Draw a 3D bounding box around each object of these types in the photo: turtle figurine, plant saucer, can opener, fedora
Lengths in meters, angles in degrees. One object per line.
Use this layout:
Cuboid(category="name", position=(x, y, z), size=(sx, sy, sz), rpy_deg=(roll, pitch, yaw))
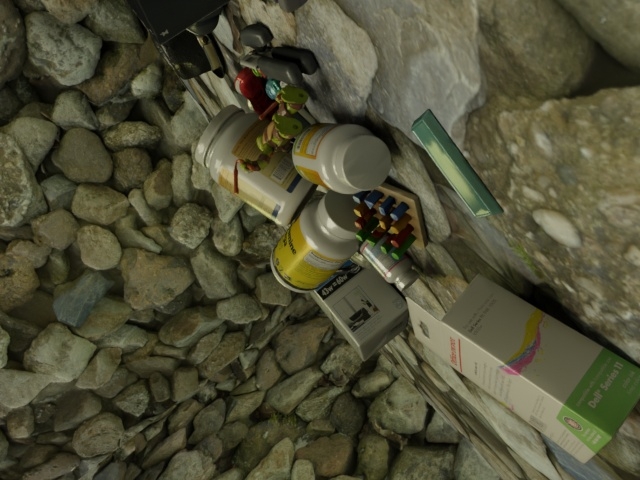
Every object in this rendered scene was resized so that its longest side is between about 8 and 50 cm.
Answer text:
Cuboid(category="turtle figurine", position=(-0.099, -0.226, 1.048), size=(0.087, 0.269, 0.217), rpy_deg=(30, 161, -17))
Cuboid(category="plant saucer", position=(0.207, -0.112, 0.748), size=(0.192, 0.018, 0.067), rpy_deg=(52, 172, -3))
Cuboid(category="can opener", position=(-0.110, -0.406, 1.039), size=(0.283, 0.076, 0.095), rpy_deg=(40, 165, 52))
Cuboid(category="fedora", position=(-0.468, -0.665, 1.620), size=(0.334, 0.152, 0.334), rpy_deg=(51, 171, 11))

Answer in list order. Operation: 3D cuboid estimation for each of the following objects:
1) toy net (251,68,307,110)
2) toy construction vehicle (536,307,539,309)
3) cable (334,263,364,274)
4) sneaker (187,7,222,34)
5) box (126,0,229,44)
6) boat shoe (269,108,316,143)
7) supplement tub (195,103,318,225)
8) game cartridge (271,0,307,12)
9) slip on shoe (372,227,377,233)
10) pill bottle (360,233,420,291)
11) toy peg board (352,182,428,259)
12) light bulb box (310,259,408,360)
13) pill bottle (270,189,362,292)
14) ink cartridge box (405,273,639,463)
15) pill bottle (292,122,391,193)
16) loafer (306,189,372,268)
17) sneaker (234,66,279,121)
Cuboid(category="toy net", position=(-0.089, -0.377, 1.152), size=(0.232, 0.045, 0.122), rpy_deg=(36, 162, 54))
Cuboid(category="toy construction vehicle", position=(0.365, 0.137, 0.875), size=(0.086, 0.035, 0.098), rpy_deg=(32, 161, 40))
Cuboid(category="cable", position=(0.086, 0.037, 1.614), size=(0.047, 0.184, 0.150), rpy_deg=(11, -110, -51))
Cuboid(category="sneaker", position=(-0.292, -0.581, 1.128), size=(0.127, 0.126, 0.321), rpy_deg=(56, 171, 16))
Cuboid(category="box", position=(-0.327, -0.575, 0.795), size=(0.312, 0.179, 0.343), rpy_deg=(53, 172, 8))
Cuboid(category="boat shoe", position=(-0.013, -0.215, 1.204), size=(0.319, 0.099, 0.116), rpy_deg=(50, 170, 19))
Cuboid(category="supplement tub", position=(-0.164, -0.212, 1.349), size=(0.316, 0.228, 0.228), rpy_deg=(35, 171, 1))
Cuboid(category="game cartridge", position=(-0.156, -0.550, 0.775), size=(0.355, 0.068, 0.230), rpy_deg=(48, 166, 27))
Cuboid(category="slip on shoe", position=(0.149, -0.052, 1.197), size=(0.041, 0.051, 0.135), rpy_deg=(31, 153, 37))
Cuboid(category="pill bottle", position=(0.186, 0.055, 1.282), size=(0.160, 0.087, 0.087), rpy_deg=(49, 171, 19))
Cuboid(category="toy peg board", position=(0.137, -0.043, 1.052), size=(0.161, 0.079, 0.161), rpy_deg=(28, 156, 37))
Cuboid(category="light bulb box", position=(0.125, 0.219, 1.794), size=(0.361, 0.225, 0.358), rpy_deg=(50, 172, 21))
Cuboid(category="pill bottle", position=(0.000, 0.000, 1.357), size=(0.188, 0.188, 0.334), rpy_deg=(51, 139, 9))
Cuboid(category="ink cartridge box", position=(0.327, 0.194, 0.824), size=(0.353, 0.119, 0.207), rpy_deg=(35, 162, 33))
Cuboid(category="pill bottle", position=(0.042, -0.169, 0.983), size=(0.136, 0.136, 0.245), rpy_deg=(57, 170, -24))
Cuboid(category="loafer", position=(0.059, -0.032, 1.519), size=(0.319, 0.112, 0.111), rpy_deg=(49, 162, 22))
Cuboid(category="sneaker", position=(-0.155, -0.397, 1.358), size=(0.128, 0.087, 0.221), rpy_deg=(42, -179, 10))
